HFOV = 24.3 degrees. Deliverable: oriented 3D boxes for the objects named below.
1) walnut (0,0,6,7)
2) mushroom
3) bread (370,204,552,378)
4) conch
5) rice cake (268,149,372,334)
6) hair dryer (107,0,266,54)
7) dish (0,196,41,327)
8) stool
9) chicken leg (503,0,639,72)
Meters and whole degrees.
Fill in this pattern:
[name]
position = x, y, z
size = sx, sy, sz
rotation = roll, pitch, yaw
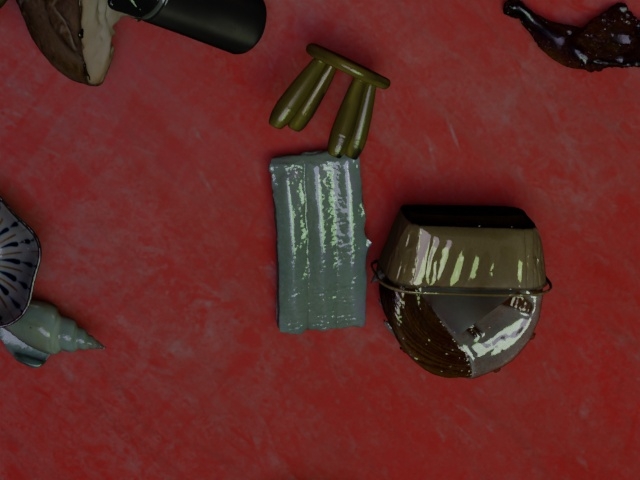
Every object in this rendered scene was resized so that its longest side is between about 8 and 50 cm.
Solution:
[walnut]
position = -0.445, -0.351, 1.633
size = 0.282, 0.227, 0.283
rotation = 20, 138, 19
[mushroom]
position = -0.284, -0.333, 1.727
size = 0.151, 0.156, 0.286
rotation = 22, 105, 19
[bread]
position = 0.175, 0.063, 1.852
size = 0.224, 0.142, 0.212
rotation = 2, 106, -10
[conch]
position = -0.356, 0.113, 1.881
size = 0.180, 0.065, 0.088
rotation = 18, 141, 7
[rice cake]
position = 0.000, 0.000, 1.877
size = 0.127, 0.043, 0.237
rotation = -5, 108, -4
[hair dryer]
position = -0.141, -0.361, 1.723
size = 0.195, 0.078, 0.248
rotation = 15, 85, -41
[dish]
position = -0.434, 0.025, 1.835
size = 0.190, 0.066, 0.191
rotation = 0, 93, -3
[stool]
position = 0.014, -0.167, 1.787
size = 0.134, 0.135, 0.111
rotation = 21, 98, -32
[chicken leg]
position = 0.324, -0.249, 1.821
size = 0.205, 0.053, 0.093
rotation = 3, 84, -12
